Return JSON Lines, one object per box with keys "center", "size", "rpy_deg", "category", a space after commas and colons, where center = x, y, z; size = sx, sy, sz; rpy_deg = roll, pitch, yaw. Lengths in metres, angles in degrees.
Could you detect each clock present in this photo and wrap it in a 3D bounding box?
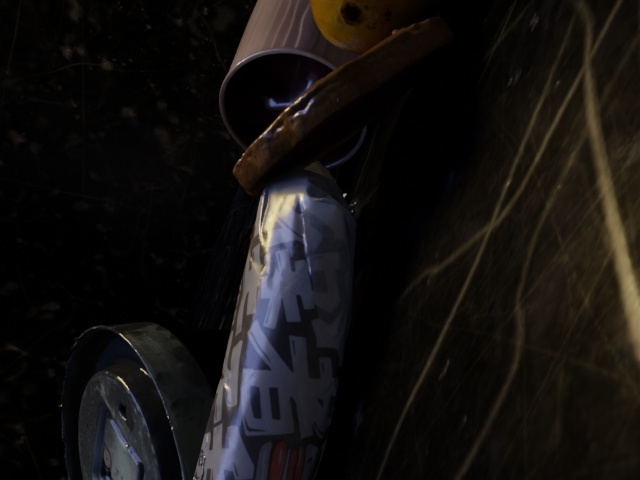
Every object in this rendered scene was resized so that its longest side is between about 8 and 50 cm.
{"center": [-0.230, 0.293, 1.108], "size": [0.386, 0.076, 0.386], "rpy_deg": [13, 106, 51], "category": "clock"}

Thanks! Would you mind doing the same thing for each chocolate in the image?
{"center": [-0.190, 0.255, 1.305], "size": [0.206, 0.224, 0.177], "rpy_deg": [-106, 14, -73], "category": "chocolate"}

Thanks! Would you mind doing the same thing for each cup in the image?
{"center": [-0.007, -0.244, 1.270], "size": [0.288, 0.208, 0.273], "rpy_deg": [65, -151, -46], "category": "cup"}

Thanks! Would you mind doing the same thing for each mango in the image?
{"center": [0.107, -0.337, 0.942], "size": [0.316, 0.146, 0.193], "rpy_deg": [-51, 5, -16], "category": "mango"}

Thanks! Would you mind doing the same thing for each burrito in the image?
{"center": [-0.045, 0.141, 0.824], "size": [0.139, 0.101, 0.445], "rpy_deg": [-3, 70, 51], "category": "burrito"}

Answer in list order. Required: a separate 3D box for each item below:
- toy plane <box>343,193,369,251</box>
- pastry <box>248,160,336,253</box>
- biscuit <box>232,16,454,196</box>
{"center": [0.010, 0.009, 0.989], "size": [0.234, 0.082, 0.160], "rpy_deg": [-7, 52, 63], "category": "toy plane"}
{"center": [-0.044, -0.024, 1.218], "size": [0.192, 0.093, 0.182], "rpy_deg": [155, 129, -75], "category": "pastry"}
{"center": [0.019, -0.139, 0.903], "size": [0.257, 0.049, 0.273], "rpy_deg": [-35, -2, -28], "category": "biscuit"}
